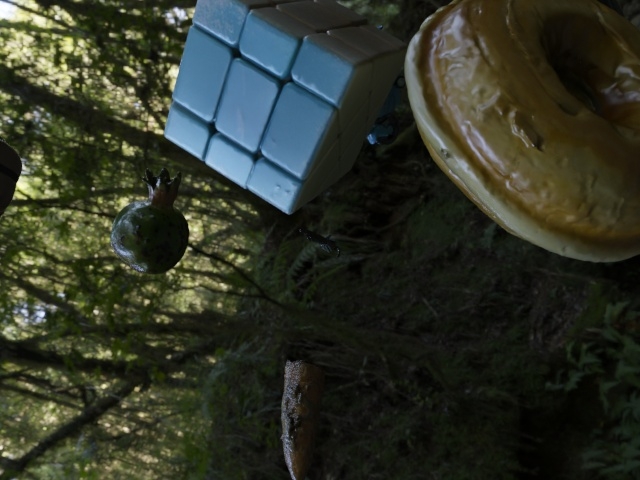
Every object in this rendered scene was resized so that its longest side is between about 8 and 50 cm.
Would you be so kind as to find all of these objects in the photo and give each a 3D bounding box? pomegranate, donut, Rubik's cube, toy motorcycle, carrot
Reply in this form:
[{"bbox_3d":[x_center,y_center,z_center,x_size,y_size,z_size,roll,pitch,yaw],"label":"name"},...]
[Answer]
[{"bbox_3d":[-0.473,-0.041,1.543,0.230,0.231,0.285,-60,-13,-49],"label":"pomegranate"},{"bbox_3d":[0.323,-0.177,0.772,0.198,0.449,0.448,125,169,-58],"label":"donut"},{"bbox_3d":[-0.063,-0.296,1.094,0.319,0.316,0.321,-42,-17,-55],"label":"Rubik's cube"},{"bbox_3d":[0.101,-0.350,1.286,0.124,0.182,0.271,-149,51,-62],"label":"toy motorcycle"},{"bbox_3d":[-0.039,0.386,1.179,0.101,0.102,0.262,79,-169,-52],"label":"carrot"}]

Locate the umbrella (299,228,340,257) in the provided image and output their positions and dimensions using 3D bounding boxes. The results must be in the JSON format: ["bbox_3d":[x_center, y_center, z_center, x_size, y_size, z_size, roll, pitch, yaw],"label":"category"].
[{"bbox_3d":[0.000,-0.005,1.241,0.269,0.044,0.044,35,-125,-67],"label":"umbrella"}]

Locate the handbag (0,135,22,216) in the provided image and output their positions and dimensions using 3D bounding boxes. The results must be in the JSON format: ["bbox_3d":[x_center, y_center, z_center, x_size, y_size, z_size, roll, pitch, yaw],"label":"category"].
[{"bbox_3d":[-0.766,-0.174,1.119,0.302,0.149,0.283,34,-153,-30],"label":"handbag"}]

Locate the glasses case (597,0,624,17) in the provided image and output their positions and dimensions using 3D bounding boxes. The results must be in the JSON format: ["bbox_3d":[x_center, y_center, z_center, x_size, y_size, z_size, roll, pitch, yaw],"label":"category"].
[{"bbox_3d":[0.612,-0.580,1.268,0.314,0.075,0.122,38,-140,-30],"label":"glasses case"}]
